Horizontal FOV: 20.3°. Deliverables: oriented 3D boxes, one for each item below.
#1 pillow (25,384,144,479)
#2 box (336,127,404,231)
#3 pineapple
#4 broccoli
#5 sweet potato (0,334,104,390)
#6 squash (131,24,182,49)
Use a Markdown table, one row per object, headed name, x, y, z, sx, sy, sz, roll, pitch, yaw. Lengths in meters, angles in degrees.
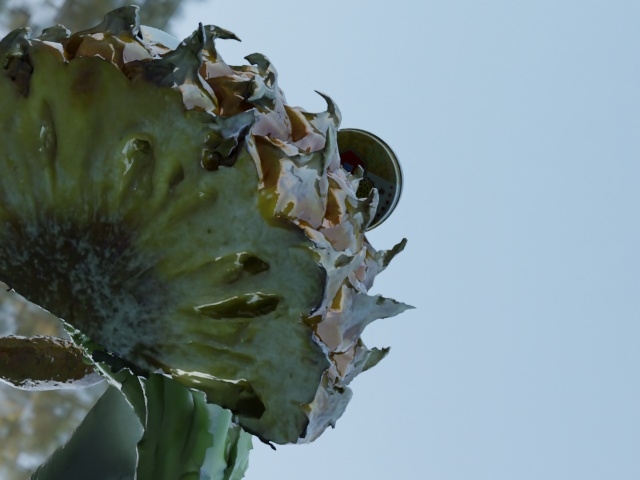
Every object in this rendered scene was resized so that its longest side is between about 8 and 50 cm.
| name | x | y | z | sx | sy | sz | roll | pitch | yaw |
| --- | --- | --- | --- | --- | --- | --- | --- | --- | --- |
| pillow | -0.231 | 0.244 | 1.705 | 0.254 | 0.078 | 0.144 | -45 | -120 | 32 |
| box | 0.030 | -0.059 | 1.765 | 0.105 | 0.105 | 0.037 | -51 | 172 | 13 |
| pineapple | -0.072 | -0.061 | 1.128 | 0.209 | 0.344 | 0.286 | -62 | 172 | 20 |
| broccoli | -0.113 | 0.145 | 1.472 | 0.275 | 0.353 | 0.397 | 5 | -73 | 21 |
| sweet potato | -0.300 | 0.123 | 1.820 | 0.068 | 0.206 | 0.060 | 105 | -5 | -70 |
| squash | -0.163 | -0.110 | 1.603 | 0.169 | 0.093 | 0.252 | -13 | -148 | -7 |
